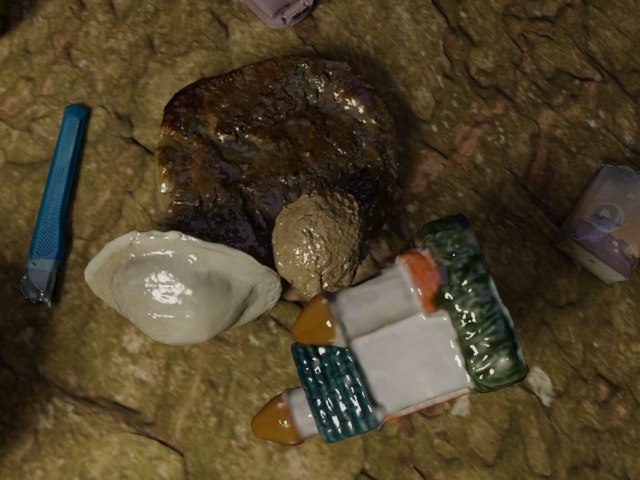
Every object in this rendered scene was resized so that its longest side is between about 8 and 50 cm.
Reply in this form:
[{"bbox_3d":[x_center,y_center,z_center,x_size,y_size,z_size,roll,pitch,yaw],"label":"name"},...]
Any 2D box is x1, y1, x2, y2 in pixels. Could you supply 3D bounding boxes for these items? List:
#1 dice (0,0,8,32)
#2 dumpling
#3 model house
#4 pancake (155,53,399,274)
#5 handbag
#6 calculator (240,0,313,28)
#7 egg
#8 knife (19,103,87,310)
[{"bbox_3d":[-0.556,-0.379,0.698,0.227,0.233,0.238,-16,76,-13],"label":"dice"},{"bbox_3d":[-0.163,0.045,0.671,0.216,0.166,0.126,29,42,3],"label":"dumpling"},{"bbox_3d":[0.047,0.124,0.645,0.301,0.271,0.190,-22,78,-4],"label":"model house"},{"bbox_3d":[-0.056,-0.110,0.790,0.357,0.065,0.355,2,72,-8],"label":"pancake"},{"bbox_3d":[0.439,-0.035,0.834,0.117,0.095,0.173,36,73,-1],"label":"handbag"},{"bbox_3d":[-0.090,-0.413,0.893,0.100,0.032,0.175,-42,83,-19],"label":"calculator"},{"bbox_3d":[0.000,0.000,0.690,0.118,0.116,0.140,28,72,22],"label":"egg"},{"bbox_3d":[-0.348,-0.053,0.742,0.044,0.026,0.296,7,69,-10],"label":"knife"}]
